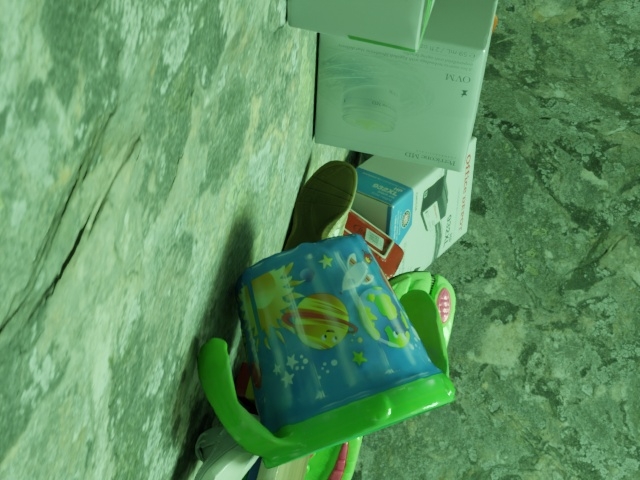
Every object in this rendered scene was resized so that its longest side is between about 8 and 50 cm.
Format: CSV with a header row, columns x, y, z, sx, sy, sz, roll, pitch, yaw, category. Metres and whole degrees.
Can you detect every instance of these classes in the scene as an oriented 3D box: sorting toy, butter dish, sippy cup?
x,y,z,sx,sy,sz,roll,pitch,yaw,category
-0.072,0.277,1.478,0.255,0.089,0.257,70,32,-72,sorting toy
0.044,0.029,1.820,0.118,0.160,0.160,-55,179,21,butter dish
0.009,0.121,1.259,0.305,0.240,0.224,22,47,-75,sippy cup

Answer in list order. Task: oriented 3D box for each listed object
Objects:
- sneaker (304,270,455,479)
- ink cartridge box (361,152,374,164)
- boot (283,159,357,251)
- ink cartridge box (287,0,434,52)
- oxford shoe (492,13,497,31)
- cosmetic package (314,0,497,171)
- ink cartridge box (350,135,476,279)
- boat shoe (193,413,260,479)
x,y,z,sx,sy,sz,roll,pitch,yaw,category
0.053,0.233,1.877,0.483,0.185,0.202,-55,-164,18,sneaker
0.138,-0.338,2.079,0.330,0.071,0.324,82,21,-58,ink cartridge box
0.000,0.000,1.621,0.165,0.077,0.213,78,31,-69,boot
0.067,-0.334,1.281,0.093,0.160,0.219,95,11,-46,ink cartridge box
0.246,-0.407,2.064,0.364,0.129,0.133,119,-47,-75,oxford shoe
0.116,-0.237,1.533,0.225,0.224,0.138,92,13,-48,cosmetic package
0.159,-0.058,2.033,0.307,0.129,0.223,-38,140,-43,ink cartridge box
-0.113,0.244,1.269,0.184,0.063,0.066,-41,154,-63,boat shoe
